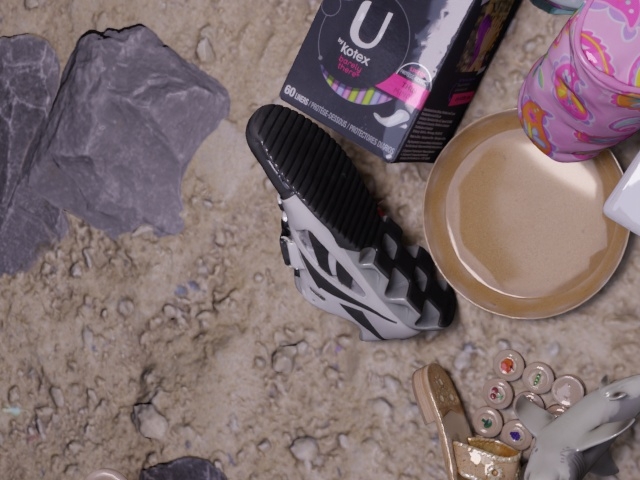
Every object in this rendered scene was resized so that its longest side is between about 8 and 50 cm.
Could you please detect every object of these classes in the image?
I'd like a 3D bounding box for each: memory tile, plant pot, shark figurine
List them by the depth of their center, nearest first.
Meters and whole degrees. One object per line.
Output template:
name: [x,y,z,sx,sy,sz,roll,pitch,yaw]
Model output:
shark figurine: [0.328,0.206,1.152,0.278,0.166,0.116,-30,116,-1]
plant pot: [0.230,-0.031,1.200,0.236,0.032,0.236,3,96,25]
memory tile: [0.232,0.207,1.228,0.113,0.012,0.148,23,103,22]

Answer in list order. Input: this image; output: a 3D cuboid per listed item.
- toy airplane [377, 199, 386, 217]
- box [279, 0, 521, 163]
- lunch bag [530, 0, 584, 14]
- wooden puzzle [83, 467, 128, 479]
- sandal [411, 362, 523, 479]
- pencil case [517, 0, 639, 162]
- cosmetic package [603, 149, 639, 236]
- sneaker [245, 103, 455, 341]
toy airplane: [0.021,-0.011,1.301,0.151,0.028,0.151,5,107,18]
box: [0.100,-0.238,1.184,0.165,0.143,0.270,32,106,21]
lunch bag: [0.268,-0.337,1.031,0.160,0.262,0.223,8,96,25]
wooden puzzle: [-0.248,0.513,1.406,0.348,0.080,0.322,52,126,21]
sandal: [0.185,0.241,1.197,0.079,0.088,0.240,-31,76,30]
pencil case: [0.268,-0.157,1.011,0.124,0.284,0.124,0,81,0]
cosmetic package: [0.521,-0.005,0.977,0.453,0.161,0.230,35,108,15]
sneaker: [0.000,0.000,1.212,0.146,0.122,0.330,-25,113,36]
